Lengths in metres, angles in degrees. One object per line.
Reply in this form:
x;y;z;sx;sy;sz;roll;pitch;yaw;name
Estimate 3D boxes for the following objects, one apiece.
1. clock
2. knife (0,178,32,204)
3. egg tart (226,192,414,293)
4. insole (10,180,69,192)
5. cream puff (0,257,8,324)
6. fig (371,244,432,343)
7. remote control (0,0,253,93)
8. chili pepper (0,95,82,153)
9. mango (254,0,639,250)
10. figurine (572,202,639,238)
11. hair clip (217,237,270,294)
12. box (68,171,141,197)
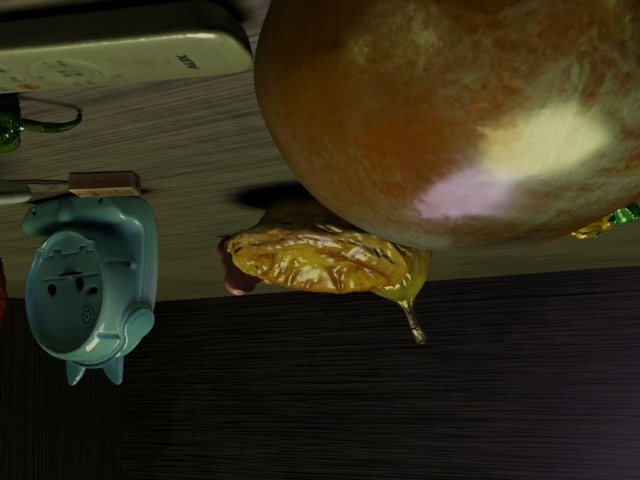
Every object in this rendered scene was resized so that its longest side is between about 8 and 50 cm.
-0.335;0.071;1.393;0.223;0.274;0.094;-9;169;37;clock
-0.394;-0.060;0.914;0.132;0.038;0.398;2;-172;-37;knife
0.000;0.000;1.457;0.295;0.116;0.295;8;163;2;egg tart
-0.421;-0.072;1.306;0.193;0.006;0.065;-1;173;-1;insole
-0.534;0.023;1.155;0.350;0.229;0.350;16;158;7;cream puff
0.138;0.046;1.622;0.231;0.143;0.160;44;150;-13;fig
-0.203;-0.139;0.717;0.309;0.038;0.090;-3;172;12;remote control
-0.362;-0.103;0.873;0.279;0.065;0.122;2;-175;-9;chili pepper
0.068;-0.095;0.537;0.221;0.199;0.384;-6;-173;-24;mango
0.332;-0.057;1.267;0.156;0.095;0.115;15;163;38;figurine
-0.125;0.045;1.883;0.102;0.123;0.138;-25;161;16;hair clip
-0.280;-0.072;1.260;0.083;0.024;0.053;0;172;2;box
